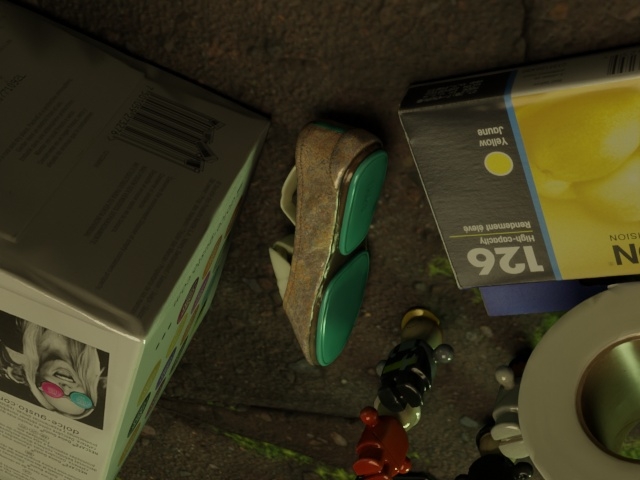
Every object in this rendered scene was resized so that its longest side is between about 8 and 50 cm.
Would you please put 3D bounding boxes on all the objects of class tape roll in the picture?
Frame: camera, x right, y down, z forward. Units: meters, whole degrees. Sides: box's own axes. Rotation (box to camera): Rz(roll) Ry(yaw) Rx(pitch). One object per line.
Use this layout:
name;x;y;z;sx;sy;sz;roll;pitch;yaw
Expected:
tape roll;0.333;0.184;0.964;0.246;0.246;0.169;-8;143;28

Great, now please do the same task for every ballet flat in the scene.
ballet flat;0.000;0.000;1.085;0.106;0.107;0.316;31;131;23

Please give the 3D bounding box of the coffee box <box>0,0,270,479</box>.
coffee box;-0.293;0.015;1.038;0.338;0.338;0.334;24;134;1

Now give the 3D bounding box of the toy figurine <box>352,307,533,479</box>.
toy figurine;0.156;0.204;1.157;0.213;0.148;0.210;18;127;10

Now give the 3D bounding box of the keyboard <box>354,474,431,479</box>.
keyboard;0.113;0.452;1.455;0.201;0.033;0.317;-9;124;20

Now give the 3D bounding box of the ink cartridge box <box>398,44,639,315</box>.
ink cartridge box;0.261;-0.032;0.959;0.303;0.072;0.307;-7;123;27
